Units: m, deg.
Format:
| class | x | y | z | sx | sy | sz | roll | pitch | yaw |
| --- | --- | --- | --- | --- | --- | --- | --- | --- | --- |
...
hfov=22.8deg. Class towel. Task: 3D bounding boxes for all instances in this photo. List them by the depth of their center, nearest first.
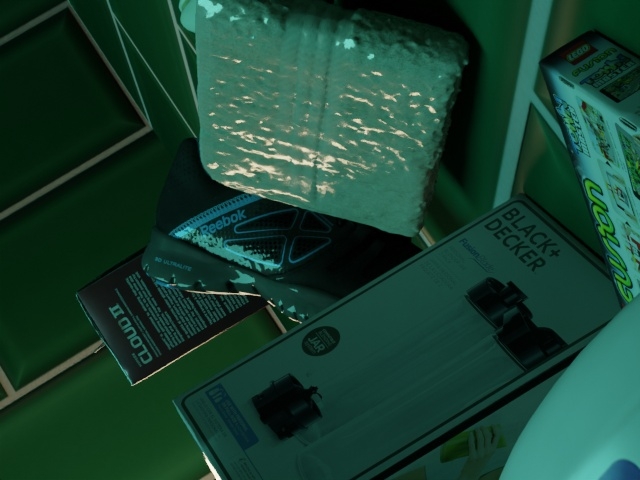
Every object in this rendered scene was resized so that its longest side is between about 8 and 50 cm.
| class | x | y | z | sx | sy | sz | roll | pitch | yaw |
| --- | --- | --- | --- | --- | --- | --- | --- | --- | --- |
| towel | 0.004 | -0.094 | 1.149 | 0.187 | 0.049 | 0.282 | 15 | 156 | 2 |

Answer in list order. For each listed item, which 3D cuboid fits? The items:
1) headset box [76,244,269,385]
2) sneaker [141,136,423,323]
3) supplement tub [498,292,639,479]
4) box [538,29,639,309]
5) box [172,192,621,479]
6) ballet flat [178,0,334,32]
| class | x | y | z | sx | sy | sz | roll | pitch | yaw |
| --- | --- | --- | --- | --- | --- | --- | --- | --- | --- |
| headset box | -0.101 | 0.025 | 1.586 | 0.110 | 0.293 | 0.218 | 59 | -175 | -3 |
| sneaker | 0.000 | 0.000 | 1.365 | 0.340 | 0.140 | 0.125 | 13 | -176 | 23 |
| supplement tub | 0.230 | 0.150 | 0.457 | 0.331 | 0.241 | 0.241 | 54 | 170 | 29 |
| box | 0.186 | -0.003 | 0.850 | 0.114 | 0.036 | 0.207 | 47 | 166 | 52 |
| box | 0.067 | 0.103 | 1.058 | 0.169 | 0.290 | 0.087 | 50 | 167 | 52 |
| ballet flat | -0.036 | -0.159 | 1.233 | 0.124 | 0.116 | 0.342 | 6 | 150 | 21 |
